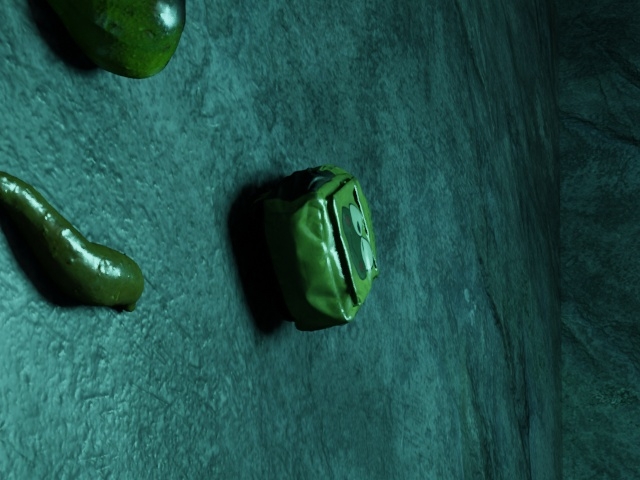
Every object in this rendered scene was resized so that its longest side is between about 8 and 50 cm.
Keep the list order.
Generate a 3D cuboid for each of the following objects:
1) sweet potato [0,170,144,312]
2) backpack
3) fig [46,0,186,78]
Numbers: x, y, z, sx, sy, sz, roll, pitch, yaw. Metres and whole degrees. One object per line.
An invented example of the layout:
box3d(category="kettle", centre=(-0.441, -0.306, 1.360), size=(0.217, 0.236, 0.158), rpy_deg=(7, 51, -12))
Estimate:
box3d(category="sweet potato", centre=(-0.225, 0.013, 0.962), size=(0.249, 0.059, 0.069), rpy_deg=(47, 21, -49))
box3d(category="backpack", centre=(0.000, 0.000, 1.405), size=(0.253, 0.140, 0.207), rpy_deg=(-50, 128, -69))
box3d(category="fig", centre=(-0.212, -0.228, 1.039), size=(0.156, 0.123, 0.123), rpy_deg=(10, 68, -26))
